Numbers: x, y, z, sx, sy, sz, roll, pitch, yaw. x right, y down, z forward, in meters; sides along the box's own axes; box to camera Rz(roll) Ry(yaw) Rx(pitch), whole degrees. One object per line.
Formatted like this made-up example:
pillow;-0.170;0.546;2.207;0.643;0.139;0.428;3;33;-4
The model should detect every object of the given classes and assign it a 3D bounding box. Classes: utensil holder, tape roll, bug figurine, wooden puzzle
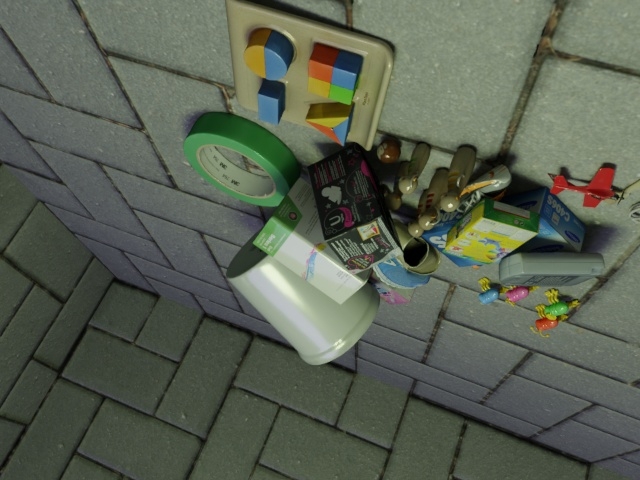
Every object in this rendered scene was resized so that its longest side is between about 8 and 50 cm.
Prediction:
utensil holder;-0.055;0.140;1.807;0.385;0.327;0.327;48;150;-19
tape roll;-0.216;-0.215;1.586;0.321;0.077;0.321;20;157;9
bug figurine;0.596;0.186;1.665;0.279;0.072;0.216;25;157;0
wooden puzzle;-0.040;-0.318;1.187;0.348;0.080;0.322;22;157;6

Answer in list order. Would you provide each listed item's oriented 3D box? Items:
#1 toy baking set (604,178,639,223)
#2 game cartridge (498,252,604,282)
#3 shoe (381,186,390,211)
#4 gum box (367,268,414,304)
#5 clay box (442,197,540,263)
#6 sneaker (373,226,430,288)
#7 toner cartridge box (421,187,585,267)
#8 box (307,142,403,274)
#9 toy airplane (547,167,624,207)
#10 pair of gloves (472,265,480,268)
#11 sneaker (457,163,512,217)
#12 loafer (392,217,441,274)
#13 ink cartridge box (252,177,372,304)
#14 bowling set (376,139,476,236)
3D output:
toy baking set;0.675;-0.073;1.084;0.256;0.030;0.197;15;155;20
game cartridge;0.523;0.071;1.356;0.196;0.060;0.294;-4;169;10
shoe;0.104;-0.088;1.545;0.219;0.076;0.058;-9;136;49
gum box;0.213;0.144;1.955;0.188;0.062;0.107;34;155;-21
clay box;0.366;-0.013;1.271;0.127;0.053;0.222;15;158;-6
sneaker;0.207;0.033;1.642;0.330;0.130;0.147;37;156;-27
toner cartridge box;0.425;-0.021;1.383;0.165;0.075;0.348;35;155;-26
box;0.077;-0.072;1.348;0.142;0.247;0.163;-23;139;13
toy airplane;0.527;-0.104;1.153;0.151;0.028;0.151;24;160;9
pair of gloves;0.419;0.056;1.634;0.083;0.010;0.074;18;156;12
sneaker;0.357;-0.098;1.248;0.083;0.084;0.215;58;166;4
loafer;0.249;0.036;1.530;0.268;0.102;0.092;30;-169;-45
ink cartridge box;0.000;0.000;1.472;0.278;0.201;0.117;36;130;-6
bowling set;0.197;-0.119;1.291;0.200;0.154;0.287;24;157;0
